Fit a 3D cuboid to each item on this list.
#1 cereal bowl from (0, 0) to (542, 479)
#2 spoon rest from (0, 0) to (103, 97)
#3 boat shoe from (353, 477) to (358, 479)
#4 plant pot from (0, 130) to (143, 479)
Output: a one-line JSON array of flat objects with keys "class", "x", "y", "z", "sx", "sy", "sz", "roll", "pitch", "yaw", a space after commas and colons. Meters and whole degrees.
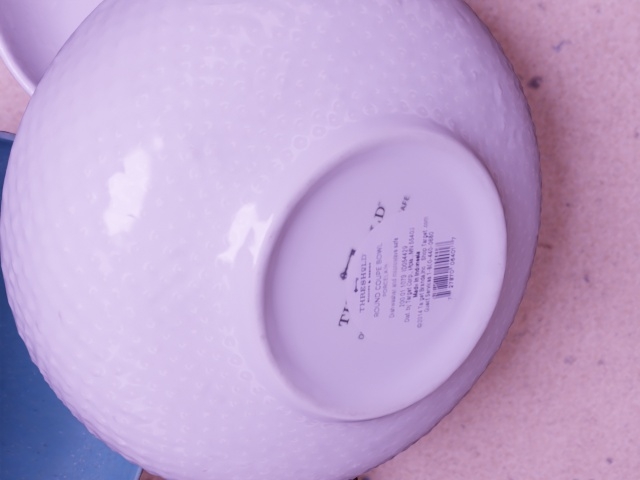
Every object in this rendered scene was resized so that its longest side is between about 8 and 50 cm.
[{"class": "cereal bowl", "x": 0.000, "y": 0.000, "z": 0.570, "sx": 0.338, "sy": 0.141, "sz": 0.339, "roll": -10, "pitch": 110, "yaw": -28}, {"class": "spoon rest", "x": -0.170, "y": -0.176, "z": 0.573, "sx": 0.276, "sy": 0.084, "sz": 0.137, "roll": 43, "pitch": 71, "yaw": -4}, {"class": "boat shoe", "x": -0.005, "y": 0.267, "z": 0.755, "sx": 0.095, "sy": 0.095, "sz": 0.258, "roll": -9, "pitch": 102, "yaw": 14}, {"class": "plant pot", "x": -0.265, "y": 0.080, "z": 0.602, "sx": 0.195, "sy": 0.290, "sz": 0.290, "roll": 3, "pitch": 111, "yaw": 33}]
